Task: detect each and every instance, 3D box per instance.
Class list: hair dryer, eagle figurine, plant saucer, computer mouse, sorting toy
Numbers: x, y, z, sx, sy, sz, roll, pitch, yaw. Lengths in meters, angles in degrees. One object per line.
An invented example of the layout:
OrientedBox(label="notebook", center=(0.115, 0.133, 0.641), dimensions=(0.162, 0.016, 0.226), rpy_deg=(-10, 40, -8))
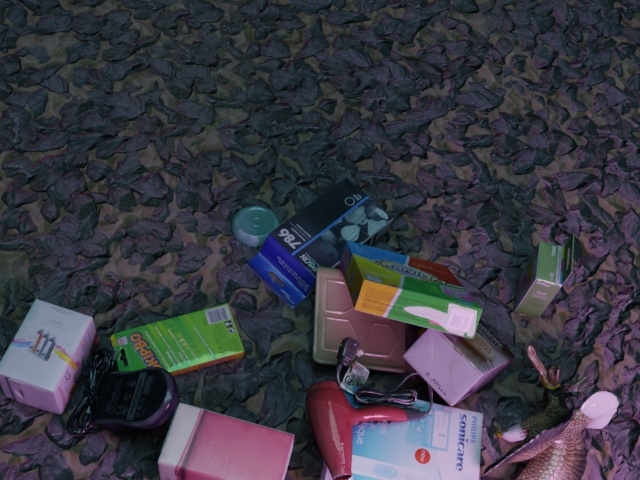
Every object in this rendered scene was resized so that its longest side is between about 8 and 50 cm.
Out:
OrientedBox(label="hair dryer", center=(0.081, 0.324, 1.593), dimensions=(0.223, 0.080, 0.293), rpy_deg=(27, 54, 11))
OrientedBox(label="eagle figurine", center=(0.446, 0.404, 1.687), dimensions=(0.226, 0.225, 0.298), rpy_deg=(30, 46, -3))
OrientedBox(label="plant saucer", center=(-0.152, -0.039, 1.986), dimensions=(0.119, 0.021, 0.119), rpy_deg=(4, 57, -6))
OrientedBox(label="computer mouse", center=(-0.366, 0.306, 1.641), dimensions=(0.272, 0.072, 0.188), rpy_deg=(-3, 59, 38))
OrientedBox(label="sorting toy", center=(0.130, 0.182, 1.861), dimensions=(0.307, 0.041, 0.229), rpy_deg=(9, 64, -16))

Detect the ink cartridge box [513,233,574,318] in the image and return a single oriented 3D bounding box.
OrientedBox(label="ink cartridge box", center=(0.501, 0.076, 1.889), dimensions=(0.062, 0.209, 0.109), rpy_deg=(16, 56, 2))

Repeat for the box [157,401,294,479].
OrientedBox(label="box", center=(-0.179, 0.420, 1.603), dimensions=(0.232, 0.149, 0.127), rpy_deg=(15, 56, 3))

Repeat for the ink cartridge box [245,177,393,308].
OrientedBox(label="ink cartridge box", center=(0.000, 0.000, 1.958), dimensions=(0.165, 0.065, 0.332), rpy_deg=(41, 62, 17))

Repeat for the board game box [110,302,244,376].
OrientedBox(label="board game box", center=(-0.303, 0.223, 1.784), dimensions=(0.259, 0.039, 0.124), rpy_deg=(-13, 59, -18))

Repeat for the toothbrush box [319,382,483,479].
OrientedBox(label="toothbrush box", center=(0.158, 0.431, 1.659), dimensions=(0.295, 0.126, 0.216), rpy_deg=(14, 55, 0))

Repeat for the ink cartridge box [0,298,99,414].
OrientedBox(label="ink cartridge box", center=(-0.544, 0.235, 1.685), dimensions=(0.127, 0.128, 0.176), rpy_deg=(18, 57, 4))

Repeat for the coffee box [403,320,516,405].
OrientedBox(label="coffee box", center=(0.291, 0.240, 1.738), dimensions=(0.141, 0.098, 0.246), rpy_deg=(46, 20, 19))

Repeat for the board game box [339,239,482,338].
OrientedBox(label="board game box", center=(0.173, 0.094, 1.734), dimensions=(0.242, 0.064, 0.316), rpy_deg=(14, 12, -8))
